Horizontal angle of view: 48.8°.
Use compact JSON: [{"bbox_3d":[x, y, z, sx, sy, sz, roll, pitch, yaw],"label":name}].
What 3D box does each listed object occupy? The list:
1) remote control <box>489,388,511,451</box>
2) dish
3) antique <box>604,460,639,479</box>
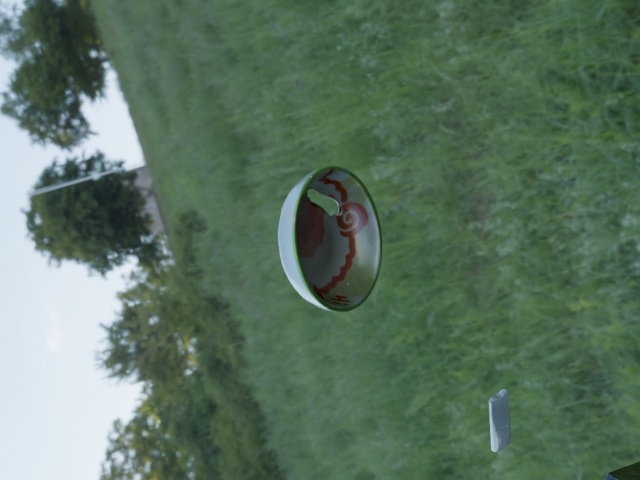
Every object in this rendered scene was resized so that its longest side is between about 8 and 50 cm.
[{"bbox_3d":[0.389,0.392,1.515,0.027,0.050,0.184,39,151,46],"label":"remote control"},{"bbox_3d":[0.000,0.000,1.583,0.324,0.124,0.324,9,-102,-51],"label":"dish"},{"bbox_3d":[0.592,0.443,1.252,0.080,0.220,0.081,31,115,49],"label":"antique"}]
